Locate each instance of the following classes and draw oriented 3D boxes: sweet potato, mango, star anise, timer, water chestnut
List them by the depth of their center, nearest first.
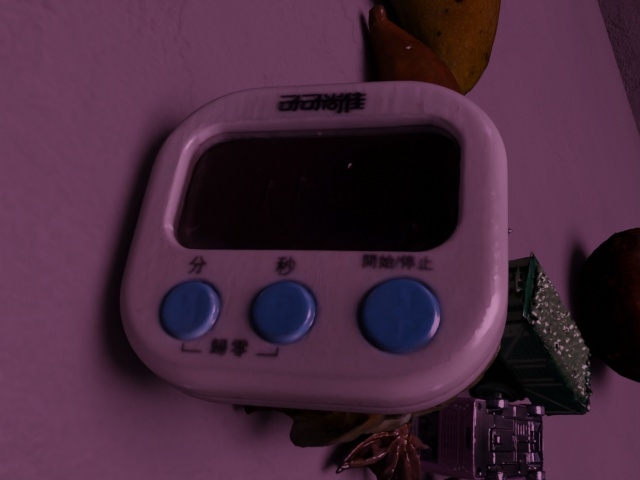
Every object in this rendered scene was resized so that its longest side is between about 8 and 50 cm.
[{"bbox_3d":[0.000,0.000,0.487,0.087,0.262,0.237,67,27,-58],"label":"timer"},{"bbox_3d":[0.065,0.191,0.699,0.124,0.056,0.129,31,42,-25],"label":"star anise"},{"bbox_3d":[0.133,-0.131,0.839,0.112,0.112,0.359,-6,73,-56],"label":"sweet potato"},{"bbox_3d":[0.168,-0.360,0.932,0.177,0.175,0.329,-30,111,-9],"label":"mango"},{"bbox_3d":[0.719,0.141,1.453,0.350,0.302,0.350,31,51,-47],"label":"water chestnut"}]

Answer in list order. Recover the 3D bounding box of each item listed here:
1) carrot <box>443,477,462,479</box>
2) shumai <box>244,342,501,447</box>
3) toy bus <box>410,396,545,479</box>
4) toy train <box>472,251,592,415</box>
[{"bbox_3d":[0.082,0.348,0.660,0.358,0.074,0.074,-44,116,-55],"label":"carrot"},{"bbox_3d":[0.045,0.071,0.589,0.256,0.189,0.218,58,37,-17],"label":"shumai"},{"bbox_3d":[0.195,0.239,0.828,0.199,0.108,0.096,22,67,-49],"label":"toy bus"},{"bbox_3d":[0.246,0.138,0.892,0.269,0.154,0.115,51,44,-35],"label":"toy train"}]
